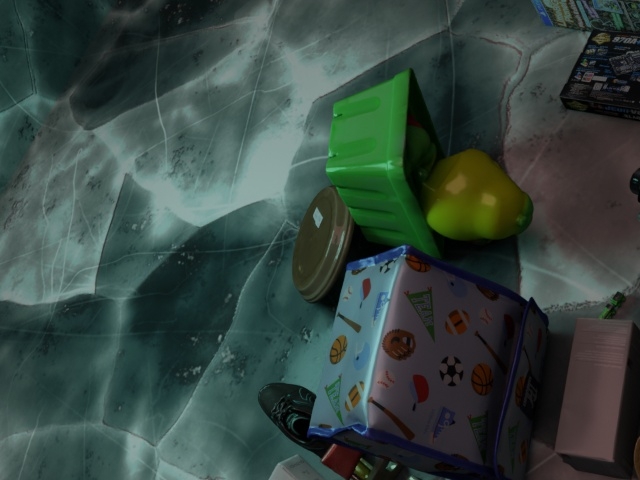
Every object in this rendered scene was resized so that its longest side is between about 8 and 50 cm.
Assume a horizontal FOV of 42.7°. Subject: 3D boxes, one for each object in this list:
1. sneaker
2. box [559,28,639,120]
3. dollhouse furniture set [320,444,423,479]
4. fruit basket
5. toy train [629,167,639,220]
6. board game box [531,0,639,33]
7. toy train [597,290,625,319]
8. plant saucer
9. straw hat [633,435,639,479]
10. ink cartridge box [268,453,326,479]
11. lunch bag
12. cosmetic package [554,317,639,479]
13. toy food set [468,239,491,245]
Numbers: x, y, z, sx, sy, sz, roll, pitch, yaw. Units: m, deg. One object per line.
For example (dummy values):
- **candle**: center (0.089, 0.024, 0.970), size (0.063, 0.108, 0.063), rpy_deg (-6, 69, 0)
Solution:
- **sneaker**: center (-0.045, 0.354, 1.667), size (0.267, 0.106, 0.101), rpy_deg (24, 81, 44)
- **box**: center (0.618, -0.333, 1.645), size (0.220, 0.051, 0.175), rpy_deg (19, 76, 41)
- **dollhouse furniture set**: center (0.119, 0.479, 1.413), size (0.374, 0.201, 0.152), rpy_deg (30, 86, 43)
- **fruit basket**: center (0.228, -0.126, 1.595), size (0.392, 0.392, 0.282), rpy_deg (-10, 59, 31)
- **toy train**: center (0.680, -0.054, 1.343), size (0.334, 0.190, 0.142), rpy_deg (34, 125, 53)
- **board game box**: center (0.624, -0.567, 1.719), size (0.291, 0.141, 0.232), rpy_deg (26, 80, 42)
- **toy train**: center (0.515, 0.127, 1.462), size (0.083, 0.024, 0.017), rpy_deg (-52, 47, -3)
- **plant saucer**: center (0.000, 0.000, 1.791), size (0.278, 0.041, 0.277), rpy_deg (-163, 90, -72)
- **straw hat**: center (0.563, 0.348, 1.272), size (0.145, 0.061, 0.144), rpy_deg (-6, 75, 23)
- **ink cartridge box**: center (-0.026, 0.556, 1.364), size (0.261, 0.066, 0.296), rpy_deg (38, 114, 27)
- **lunch bag**: center (0.219, 0.228, 1.378), size (0.239, 0.386, 0.327), rpy_deg (-18, 51, 59)
- **cosmetic package**: center (0.466, 0.259, 1.349), size (0.107, 0.127, 0.237), rpy_deg (-2, 65, 34)
- **toy food set**: center (0.333, -0.027, 1.685), size (0.083, 0.020, 0.083), rpy_deg (-28, 51, 19)
